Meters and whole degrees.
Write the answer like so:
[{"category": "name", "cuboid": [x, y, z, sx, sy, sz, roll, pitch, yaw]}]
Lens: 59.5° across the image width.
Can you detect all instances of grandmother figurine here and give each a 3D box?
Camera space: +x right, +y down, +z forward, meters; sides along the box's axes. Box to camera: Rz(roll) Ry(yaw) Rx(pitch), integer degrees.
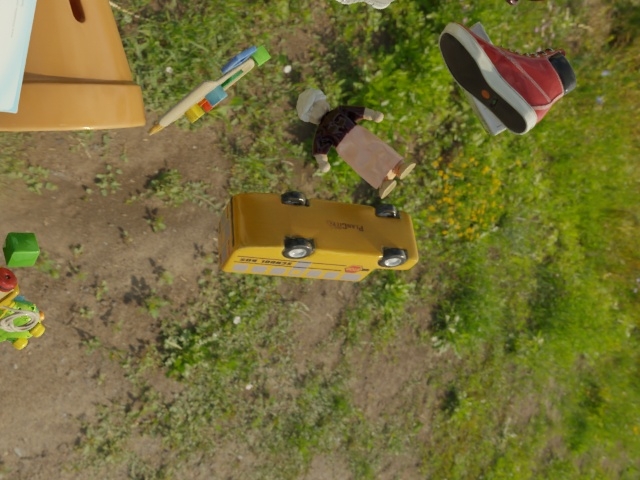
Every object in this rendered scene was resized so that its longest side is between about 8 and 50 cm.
[{"category": "grandmother figurine", "cuboid": [0.065, -0.257, 1.418, 0.208, 0.342, 0.104, -43, 169, -11]}]

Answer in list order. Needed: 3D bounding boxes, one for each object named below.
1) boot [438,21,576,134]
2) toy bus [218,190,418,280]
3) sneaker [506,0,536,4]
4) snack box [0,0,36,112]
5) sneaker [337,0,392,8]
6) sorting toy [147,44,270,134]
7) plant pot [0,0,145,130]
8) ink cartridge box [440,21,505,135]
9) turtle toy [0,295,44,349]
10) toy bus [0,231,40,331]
[{"category": "boot", "cuboid": [0.351, -0.337, 1.038, 0.176, 0.088, 0.244, -42, 87, -13]}, {"category": "toy bus", "cuboid": [0.000, 0.000, 0.977, 0.333, 0.130, 0.108, 6, 59, -23]}, {"category": "sneaker", "cuboid": [0.403, -0.479, 0.895, 0.281, 0.162, 0.106, -36, 140, 25]}, {"category": "snack box", "cuboid": [-0.315, -0.230, 0.386, 0.060, 0.322, 0.187, -12, 124, -61]}, {"category": "sneaker", "cuboid": [0.126, -0.604, 1.296, 0.229, 0.132, 0.086, -15, 100, -44]}, {"category": "sorting toy", "cuboid": [-0.243, -0.316, 1.233, 0.047, 0.348, 0.196, 55, 36, -13]}, {"category": "plant pot", "cuboid": [-0.409, -0.268, 0.804, 0.291, 0.291, 0.203, -14, 110, -43]}, {"category": "ink cartridge box", "cuboid": [0.337, -0.330, 1.158, 0.208, 0.087, 0.153, 58, 15, -5]}, {"category": "turtle toy", "cuboid": [-0.586, 0.155, 1.068, 0.130, 0.066, 0.095, -33, 113, 16]}, {"category": "toy bus", "cuboid": [-0.406, 0.020, 0.581, 0.191, 0.104, 0.202, -10, 148, -33]}]
